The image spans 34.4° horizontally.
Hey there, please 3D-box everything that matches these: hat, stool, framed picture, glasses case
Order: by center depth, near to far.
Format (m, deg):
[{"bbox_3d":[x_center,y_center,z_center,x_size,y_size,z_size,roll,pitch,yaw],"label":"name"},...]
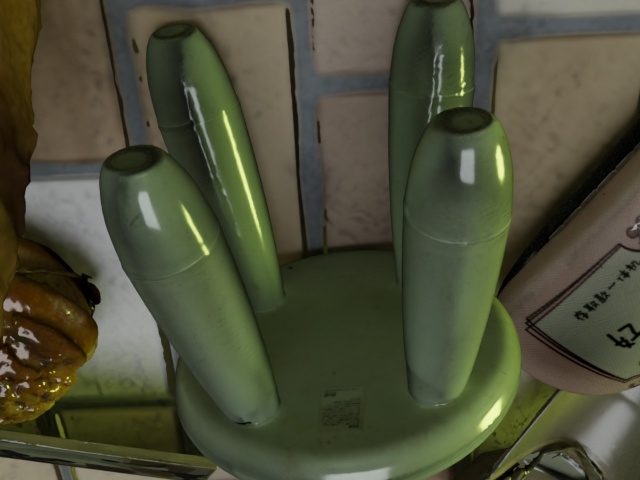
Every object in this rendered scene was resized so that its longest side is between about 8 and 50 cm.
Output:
[{"bbox_3d":[0.000,0.000,0.537,0.195,0.195,0.198,-8,124,6],"label":"stool"},{"bbox_3d":[0.224,-0.023,0.592,0.122,0.075,0.314,29,121,-17],"label":"glasses case"},{"bbox_3d":[-0.175,0.146,0.709,0.201,0.010,0.136,9,163,-8],"label":"framed picture"},{"bbox_3d":[0.181,0.157,0.741,0.147,0.085,0.175,31,98,-8],"label":"hat"}]

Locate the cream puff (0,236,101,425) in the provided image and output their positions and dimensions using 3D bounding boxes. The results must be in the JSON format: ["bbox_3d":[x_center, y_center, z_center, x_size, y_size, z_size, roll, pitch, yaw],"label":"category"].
[{"bbox_3d":[-0.199,0.061,0.641,0.120,0.104,0.133,4,128,-12],"label":"cream puff"}]

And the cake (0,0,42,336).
[{"bbox_3d":[-0.276,-0.087,0.401,0.291,0.282,0.255,-4,148,2],"label":"cake"}]
